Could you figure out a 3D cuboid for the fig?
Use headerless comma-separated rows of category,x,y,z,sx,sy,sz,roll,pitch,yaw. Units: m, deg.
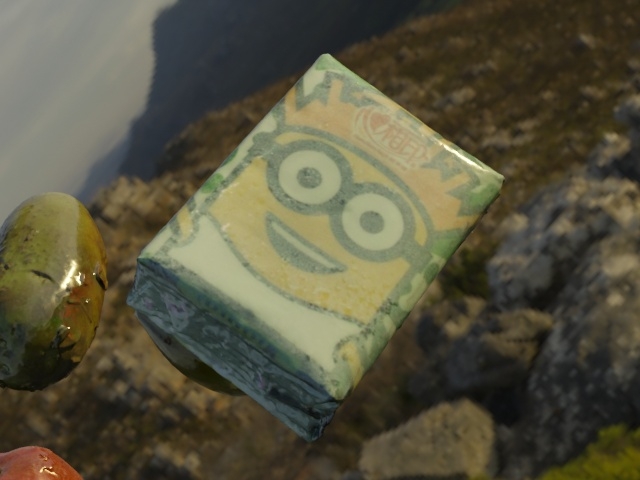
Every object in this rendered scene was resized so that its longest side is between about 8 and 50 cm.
fig,-0.151,0.116,2.094,0.239,0.271,0.239,4,-90,-88

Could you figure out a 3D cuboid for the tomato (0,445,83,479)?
tomato,-0.383,0.369,1.734,0.208,0.184,0.208,-17,18,6

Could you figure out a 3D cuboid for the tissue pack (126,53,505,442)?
tissue pack,0.000,0.000,1.307,0.311,0.228,0.128,-50,-8,-29

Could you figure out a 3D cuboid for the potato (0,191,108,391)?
potato,-0.320,0.055,1.589,0.176,0.141,0.298,-40,27,25
